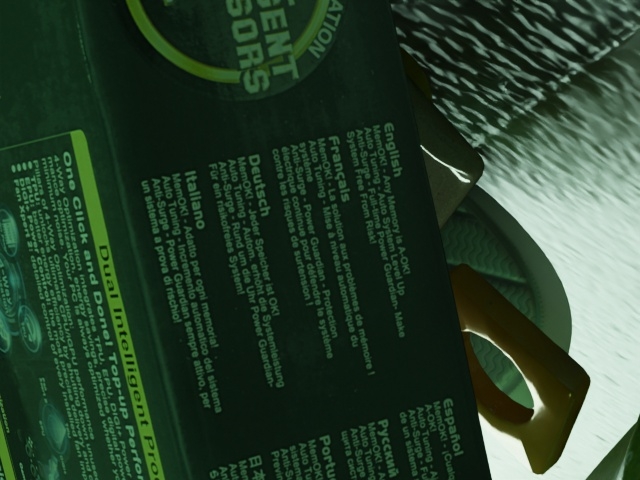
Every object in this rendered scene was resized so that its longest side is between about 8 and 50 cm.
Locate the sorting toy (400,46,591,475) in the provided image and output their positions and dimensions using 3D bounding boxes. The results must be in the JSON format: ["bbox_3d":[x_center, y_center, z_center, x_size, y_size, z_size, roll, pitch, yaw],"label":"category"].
[{"bbox_3d":[-0.019,-0.057,0.735,0.348,0.047,0.196,49,154,10],"label":"sorting toy"}]

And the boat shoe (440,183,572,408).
[{"bbox_3d":[0.000,0.000,0.882,0.302,0.109,0.094,25,-175,40],"label":"boat shoe"}]

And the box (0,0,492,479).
[{"bbox_3d":[-0.079,0.006,0.615,0.318,0.097,0.395,-6,98,64],"label":"box"}]

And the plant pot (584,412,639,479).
[{"bbox_3d":[0.195,0.176,0.615,0.366,0.366,0.353,29,150,19],"label":"plant pot"}]
